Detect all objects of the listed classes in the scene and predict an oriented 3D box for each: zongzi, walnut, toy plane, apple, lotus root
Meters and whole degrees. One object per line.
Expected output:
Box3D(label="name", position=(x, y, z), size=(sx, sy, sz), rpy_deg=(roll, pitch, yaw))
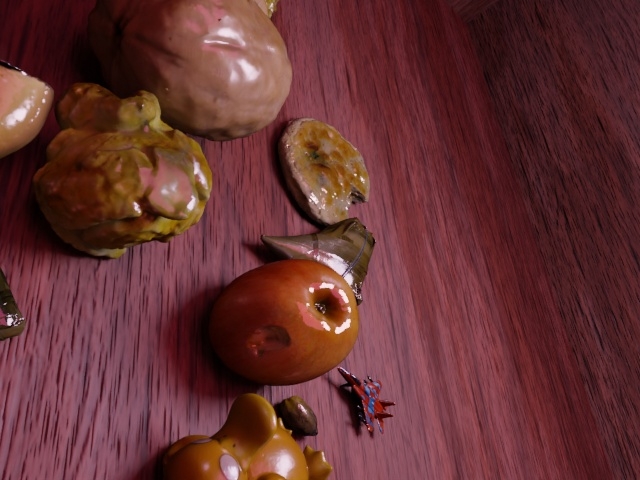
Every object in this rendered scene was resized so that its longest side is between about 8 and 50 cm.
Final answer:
Box3D(label="zongzi", position=(-0.457, 0.091, 0.683), size=(0.113, 0.052, 0.104), rpy_deg=(-21, 76, -41))
Box3D(label="walnut", position=(-0.237, -0.352, 1.002), size=(0.381, 0.381, 0.381), rpy_deg=(29, 47, -36))
Box3D(label="toy plane", position=(0.089, 0.337, 1.165), size=(0.189, 0.061, 0.130), rpy_deg=(43, 41, -17))
Box3D(label="zongzi", position=(0.000, 0.000, 1.229), size=(0.274, 0.125, 0.250), rpy_deg=(40, 42, -18))
Box3D(label="apple", position=(-0.062, 0.141, 0.955), size=(0.242, 0.241, 0.242), rpy_deg=(28, 50, -40))
Box3D(label="lotus root", position=(-0.038, 0.340, 1.013), size=(0.099, 0.054, 0.049), rpy_deg=(54, 27, -11))

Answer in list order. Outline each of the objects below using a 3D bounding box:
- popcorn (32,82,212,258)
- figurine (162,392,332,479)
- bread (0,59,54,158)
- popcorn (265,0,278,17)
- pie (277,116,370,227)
Box3D(label="popcorn", position=(-0.304, -0.111, 0.843), size=(0.276, 0.226, 0.276), rpy_deg=(33, 45, -40))
Box3D(label="figurine", position=(-0.116, 0.353, 0.814), size=(0.228, 0.215, 0.215), rpy_deg=(59, 29, -46))
Box3D(label="bread", position=(-0.512, -0.171, 0.709), size=(0.261, 0.158, 0.156), rpy_deg=(15, 75, -41))
Box3D(label="popcorn", position=(-0.186, -0.688, 1.455), size=(0.174, 0.142, 0.173), rpy_deg=(12, 52, -16))
Box3D(label="pie", position=(0.010, -0.186, 1.397), size=(0.338, 0.075, 0.337), rpy_deg=(27, 50, -37))
